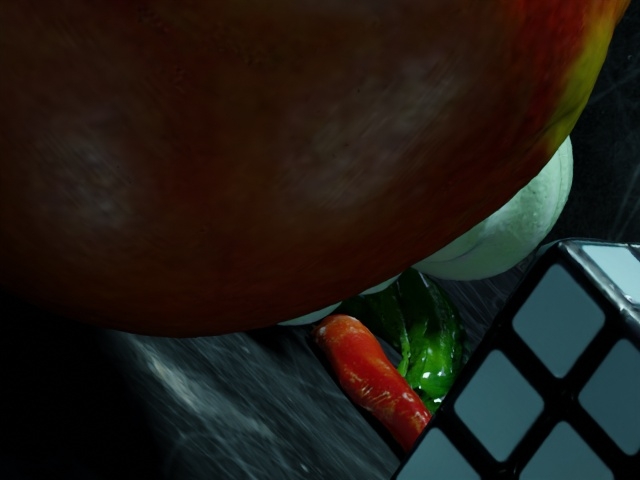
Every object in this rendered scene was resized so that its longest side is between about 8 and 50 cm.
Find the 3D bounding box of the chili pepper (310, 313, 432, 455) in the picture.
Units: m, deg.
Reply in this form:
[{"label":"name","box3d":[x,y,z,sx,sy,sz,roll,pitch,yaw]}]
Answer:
[{"label":"chili pepper","box3d":[0.040,0.090,1.061,0.045,0.027,0.178,40,10,-43]}]

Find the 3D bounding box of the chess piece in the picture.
[{"label":"chess piece","box3d":[0.022,-0.012,1.068,0.139,0.139,0.271,46,37,10]}]

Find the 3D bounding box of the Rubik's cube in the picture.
[{"label":"Rubik's cube","box3d":[0.159,0.108,0.934,0.160,0.162,0.163,3,38,-47]}]

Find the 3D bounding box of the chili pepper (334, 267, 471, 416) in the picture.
[{"label":"chili pepper","box3d":[0.000,0.000,1.206,0.279,0.065,0.122,49,9,17]}]

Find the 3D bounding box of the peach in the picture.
[{"label":"peach","box3d":[-0.063,-0.127,0.642,0.332,0.308,0.308,42,7,-32]}]
